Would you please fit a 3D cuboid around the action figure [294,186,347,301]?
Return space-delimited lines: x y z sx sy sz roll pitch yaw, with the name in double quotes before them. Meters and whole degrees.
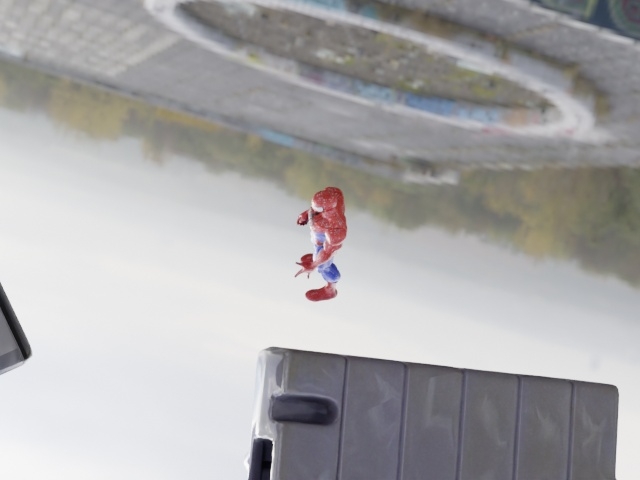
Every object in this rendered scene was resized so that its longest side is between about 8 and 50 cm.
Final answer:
"action figure" 0.000 0.000 0.741 0.030 0.038 0.115 0 156 -5

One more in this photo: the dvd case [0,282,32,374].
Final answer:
"dvd case" -0.294 -0.005 0.750 0.179 0.239 0.029 -24 -176 2

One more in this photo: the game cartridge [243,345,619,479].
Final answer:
"game cartridge" 0.059 0.246 0.732 0.230 0.355 0.068 10 170 -28
